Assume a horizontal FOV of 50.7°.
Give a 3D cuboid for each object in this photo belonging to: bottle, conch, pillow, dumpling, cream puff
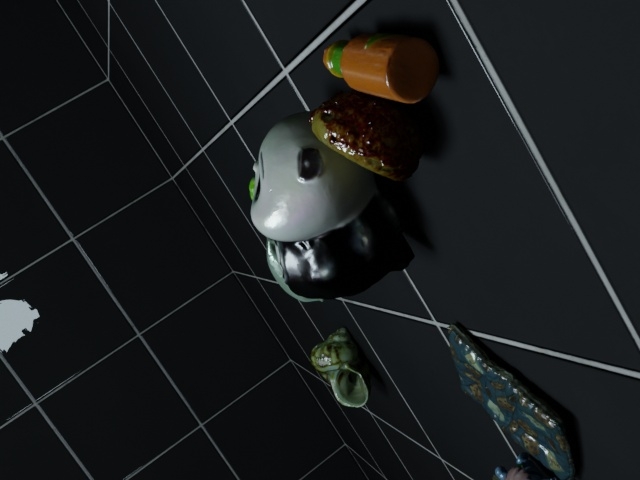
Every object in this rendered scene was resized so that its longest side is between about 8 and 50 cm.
[{"bbox_3d":[0.056,-0.200,0.762,0.187,0.069,0.069,33,154,58],"label":"bottle"},{"bbox_3d":[0.064,0.332,1.803,0.187,0.124,0.182,15,133,32],"label":"conch"},{"bbox_3d":[0.294,0.256,1.059,0.255,0.034,0.189,40,159,46],"label":"pillow"},{"bbox_3d":[-0.055,0.054,1.646,0.104,0.149,0.217,-31,102,37],"label":"dumpling"},{"bbox_3d":[0.061,-0.133,0.814,0.149,0.084,0.149,27,-171,-5],"label":"cream puff"}]

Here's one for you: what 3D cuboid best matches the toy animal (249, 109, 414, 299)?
[{"bbox_3d":[-0.005,-0.054,0.988,0.212,0.212,0.267,31,153,58],"label":"toy animal"}]

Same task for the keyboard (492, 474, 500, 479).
[{"bbox_3d":[0.395,0.539,1.394,0.049,0.015,0.129,14,136,61],"label":"keyboard"}]

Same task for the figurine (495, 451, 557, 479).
[{"bbox_3d":[0.369,0.430,1.097,0.144,0.114,0.178,32,-167,-30],"label":"figurine"}]
